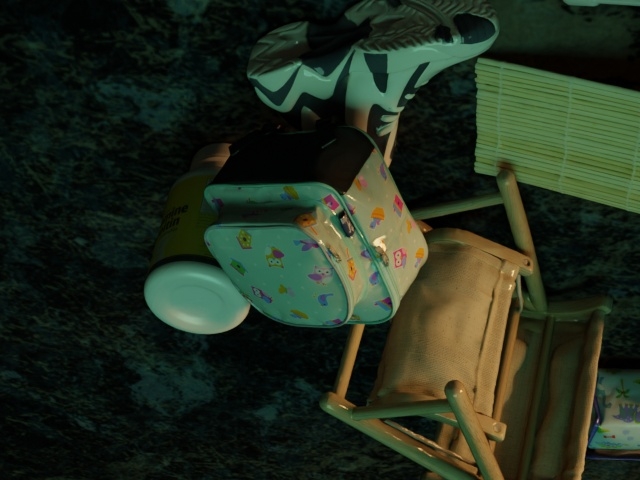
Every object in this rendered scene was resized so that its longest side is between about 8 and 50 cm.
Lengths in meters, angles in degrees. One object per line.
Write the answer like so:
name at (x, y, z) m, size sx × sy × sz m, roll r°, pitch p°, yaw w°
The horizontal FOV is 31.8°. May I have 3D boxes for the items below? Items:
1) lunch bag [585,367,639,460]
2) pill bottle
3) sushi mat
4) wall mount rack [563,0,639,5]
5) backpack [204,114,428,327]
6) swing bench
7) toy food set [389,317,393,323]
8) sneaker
lunch bag at (0.380, 0.221, 1.368) m, size 0.128 × 0.096 × 0.151 m, roll 2°, pitch 153°, yaw 3°
pill bottle at (-0.108, -0.007, 1.111) m, size 0.103 × 0.184 × 0.103 m, roll 4°, pitch 138°, yaw 4°
sushi mat at (0.287, -0.076, 1.011) m, size 0.316 × 0.019 × 0.151 m, roll 17°, pitch 142°, yaw 24°
wall mount rack at (0.284, -0.275, 0.801) m, size 0.304 × 0.130 × 0.350 m, roll -20°, pitch 132°, yaw 23°
backpack at (0.000, 0.000, 1.018) m, size 0.165 × 0.144 × 0.188 m, roll -3°, pitch 141°, yaw 38°
swing bench at (0.159, 0.113, 1.134) m, size 0.165 × 0.253 × 0.255 m, roll -11°, pitch 138°, yaw 37°
toy food set at (0.153, 0.139, 1.294) m, size 0.071 × 0.128 × 0.218 m, roll -29°, pitch 125°, yaw 8°
sneaker at (0.065, -0.134, 1.011) m, size 0.234 × 0.094 × 0.153 m, roll -14°, pitch 136°, yaw 23°
